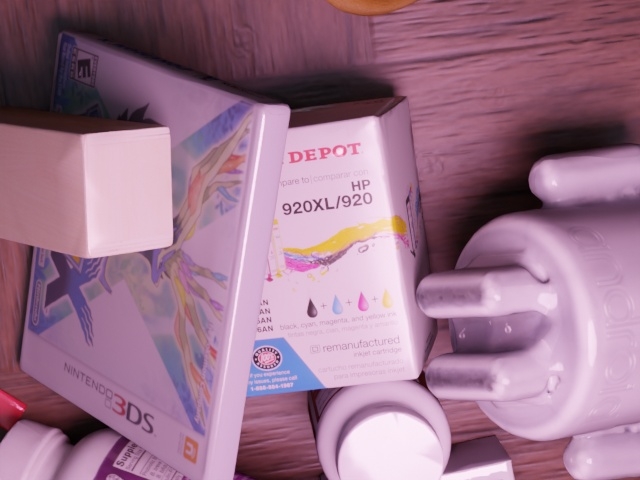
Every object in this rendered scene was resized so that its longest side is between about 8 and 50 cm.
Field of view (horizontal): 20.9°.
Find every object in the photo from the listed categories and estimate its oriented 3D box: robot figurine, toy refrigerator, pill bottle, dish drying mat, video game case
[{"bbox_3d":[0.257,0.066,1.542,0.353,0.200,0.300,-8,95,-33],"label":"robot figurine"},{"bbox_3d":[-0.236,-0.056,1.491,0.094,0.269,0.102,-9,102,-39],"label":"toy refrigerator"},{"bbox_3d":[0.053,0.171,1.571,0.121,0.216,0.121,-1,100,-4],"label":"pill bottle"},{"bbox_3d":[-0.322,0.149,1.648,0.083,0.008,0.032,32,95,-7],"label":"dish drying mat"},{"bbox_3d":[-0.154,0.007,1.497,0.036,0.300,0.329,-3,109,-42],"label":"video game case"},{"bbox_3d":[-0.157,0.271,1.584,0.301,0.169,0.169,18,98,8],"label":"pill bottle"}]

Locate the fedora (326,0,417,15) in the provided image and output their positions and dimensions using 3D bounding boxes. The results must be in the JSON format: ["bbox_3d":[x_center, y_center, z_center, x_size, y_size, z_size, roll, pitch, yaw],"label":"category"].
[{"bbox_3d":[0.049,-0.296,1.541,0.194,0.079,0.194,-18,130,-23],"label":"fedora"}]

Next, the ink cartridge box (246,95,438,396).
[{"bbox_3d":[0.000,0.000,1.548,0.171,0.168,0.232,-7,100,12],"label":"ink cartridge box"}]

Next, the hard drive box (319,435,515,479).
[{"bbox_3d":[0.110,0.325,1.666,0.181,0.089,0.232,-13,100,-2],"label":"hard drive box"}]
